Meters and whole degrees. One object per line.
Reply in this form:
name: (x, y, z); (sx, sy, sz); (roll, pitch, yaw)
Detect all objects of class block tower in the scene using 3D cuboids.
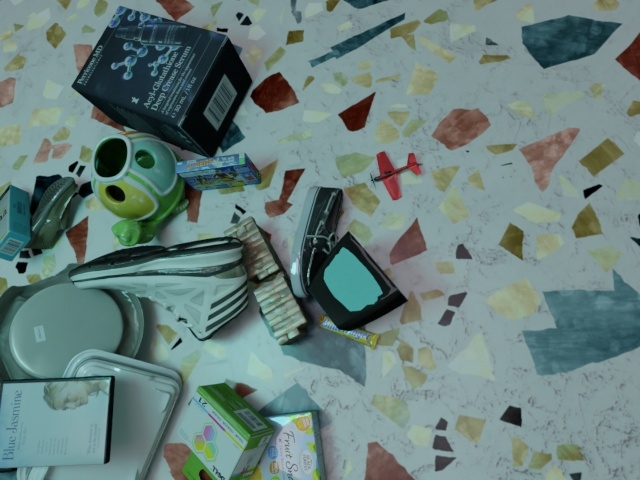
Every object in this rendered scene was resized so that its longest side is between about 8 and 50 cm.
block tower: (-0.135, 0.104, 1.134); (0.090, 0.097, 0.336); (-30, 74, 1)

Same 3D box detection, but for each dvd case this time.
dvd case: (-0.581, 0.394, 0.943); (0.252, 0.022, 0.181); (-3, 77, 2)

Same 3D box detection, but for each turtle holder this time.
turtle holder: (-0.530, -0.154, 1.206); (0.243, 0.227, 0.321); (20, 79, 15)

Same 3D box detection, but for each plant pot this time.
plant pot: (0.080, 0.116, 1.044); (0.167, 0.187, 0.188); (-39, 70, 4)

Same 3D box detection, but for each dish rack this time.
dish rack: (-0.505, 0.452, 1.027); (0.285, 0.072, 0.333); (27, 77, -29)

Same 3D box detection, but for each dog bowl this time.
dog bowl: (-0.644, 0.237, 1.109); (0.348, 0.102, 0.349); (11, 62, -21)

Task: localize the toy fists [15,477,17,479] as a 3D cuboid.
toy fists: (-0.660, 0.605, 1.097); (0.279, 0.096, 0.142); (-39, 82, -3)

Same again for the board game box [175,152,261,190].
board game box: (-0.284, -0.190, 1.218); (0.200, 0.136, 0.035); (-5, 74, 8)

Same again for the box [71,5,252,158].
box: (-0.460, -0.469, 1.289); (0.394, 0.212, 0.294); (21, 81, 16)

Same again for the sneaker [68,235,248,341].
sneaker: (-0.395, 0.147, 1.084); (0.446, 0.169, 0.258); (-6, 104, 7)

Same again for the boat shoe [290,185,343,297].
boat shoe: (0.001, 0.001, 1.126); (0.104, 0.113, 0.307); (3, 64, 21)

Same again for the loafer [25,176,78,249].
loafer: (-0.812, -0.080, 1.318); (0.094, 0.087, 0.251); (31, 87, 42)

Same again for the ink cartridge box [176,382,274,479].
ink cartridge box: (-0.248, 0.496, 1.001); (0.188, 0.097, 0.256); (28, 93, 32)

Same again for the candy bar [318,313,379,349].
candy bar: (0.068, 0.231, 1.100); (0.161, 0.018, 0.040); (19, 79, 14)

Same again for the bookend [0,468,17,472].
bookend: (-0.863, 0.535, 1.164); (0.156, 0.072, 0.158); (-7, 73, 9)

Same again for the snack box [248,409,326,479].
snack box: (-0.082, 0.521, 1.020); (0.174, 0.070, 0.207); (-11, 74, 10)

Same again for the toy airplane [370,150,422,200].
toy airplane: (0.210, -0.187, 1.181); (0.151, 0.028, 0.152); (-2, 76, 10)

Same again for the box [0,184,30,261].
box: (-0.926, -0.056, 1.289); (0.100, 0.060, 0.244); (-44, 49, 10)
